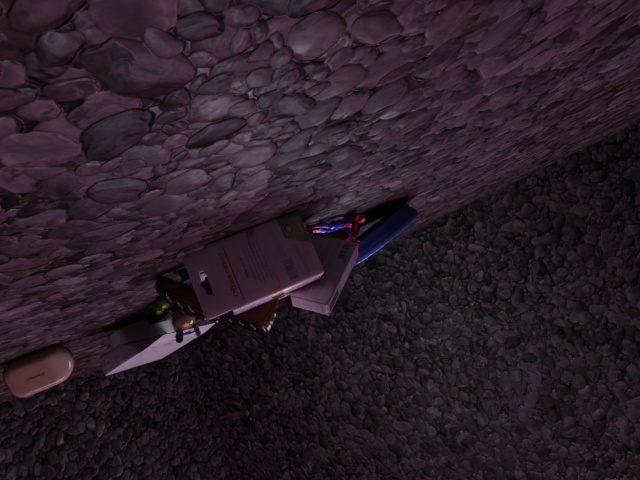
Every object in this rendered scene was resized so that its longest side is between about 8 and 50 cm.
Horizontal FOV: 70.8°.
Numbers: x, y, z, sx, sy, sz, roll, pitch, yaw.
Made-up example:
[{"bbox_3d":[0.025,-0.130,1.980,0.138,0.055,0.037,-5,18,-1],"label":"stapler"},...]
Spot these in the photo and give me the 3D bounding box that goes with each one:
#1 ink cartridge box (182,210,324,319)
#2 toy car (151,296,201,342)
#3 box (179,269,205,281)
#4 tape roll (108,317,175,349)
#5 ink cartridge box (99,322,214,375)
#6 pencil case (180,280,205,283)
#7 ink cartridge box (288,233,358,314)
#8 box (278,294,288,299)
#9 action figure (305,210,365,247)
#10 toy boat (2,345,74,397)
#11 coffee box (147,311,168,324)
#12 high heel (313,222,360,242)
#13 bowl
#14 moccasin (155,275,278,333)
[{"bbox_3d":[-0.193,0.080,1.308,0.353,0.207,0.119,-21,169,-14],"label":"ink cartridge box"},{"bbox_3d":[-0.537,0.295,1.742,0.155,0.189,0.149,-16,168,-38],"label":"toy car"},{"bbox_3d":[-0.356,0.094,1.522,0.225,0.037,0.136,-20,171,-16],"label":"box"},{"bbox_3d":[-0.842,0.446,2.132,0.286,0.100,0.286,-23,171,-4],"label":"tape roll"},{"bbox_3d":[-0.684,0.423,1.902,0.384,0.091,0.308,-34,165,22],"label":"ink cartridge box"},{"bbox_3d":[-0.435,0.187,1.678,0.104,0.105,0.236,-27,171,18],"label":"pencil case"},{"bbox_3d":[-0.033,0.095,1.456,0.238,0.060,0.275,11,-133,22],"label":"ink cartridge box"},{"bbox_3d":[-0.169,0.169,1.984,0.142,0.154,0.300,-25,178,-2],"label":"box"},{"bbox_3d":[0.073,-0.023,1.659,0.280,0.139,0.091,-21,172,-34],"label":"action figure"},{"bbox_3d":[-1.077,0.486,1.735,0.230,0.151,0.151,-20,-159,-21],"label":"toy boat"},{"bbox_3d":[-0.685,0.335,2.071,0.113,0.041,0.184,-28,170,22],"label":"coffee box"},{"bbox_3d":[0.000,0.000,1.753,0.377,0.127,0.181,-15,151,-53],"label":"high heel"},{"bbox_3d":[0.246,-0.025,1.953,0.391,0.077,0.391,-38,180,0],"label":"bowl"},{"bbox_3d":[-0.319,0.170,1.390,0.379,0.147,0.139,11,152,6],"label":"moccasin"}]
